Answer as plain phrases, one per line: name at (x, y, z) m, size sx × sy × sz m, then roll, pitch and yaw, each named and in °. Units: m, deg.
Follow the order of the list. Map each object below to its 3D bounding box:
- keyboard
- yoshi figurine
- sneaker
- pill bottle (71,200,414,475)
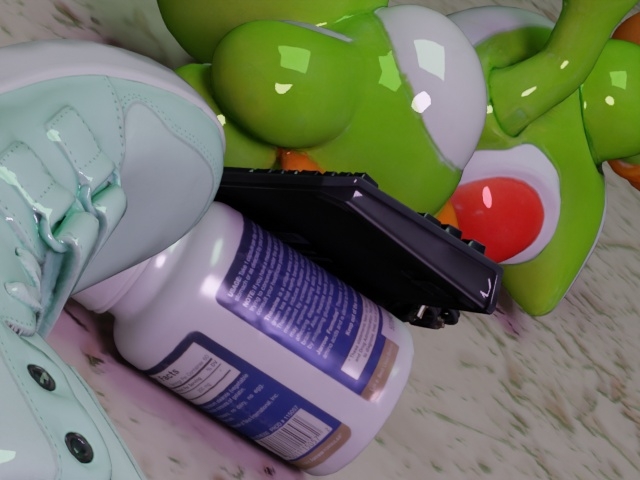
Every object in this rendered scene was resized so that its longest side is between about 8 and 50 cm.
keyboard at (0.000, 0.000, 0.731) m, size 0.108 × 0.023 × 0.180 m, roll 37°, pitch -15°, yaw -27°
yoshi figurine at (0.048, -0.098, 0.945) m, size 0.203 × 0.204 × 0.362 m, roll 34°, pitch 18°, yaw 31°
sneaker at (-0.077, 0.032, 0.495) m, size 0.151 × 0.094 × 0.256 m, roll 42°, pitch 30°, yaw 19°
pill bottle at (-0.031, 0.028, 0.703) m, size 0.120 × 0.067 × 0.067 m, roll 34°, pitch 22°, yaw -17°
